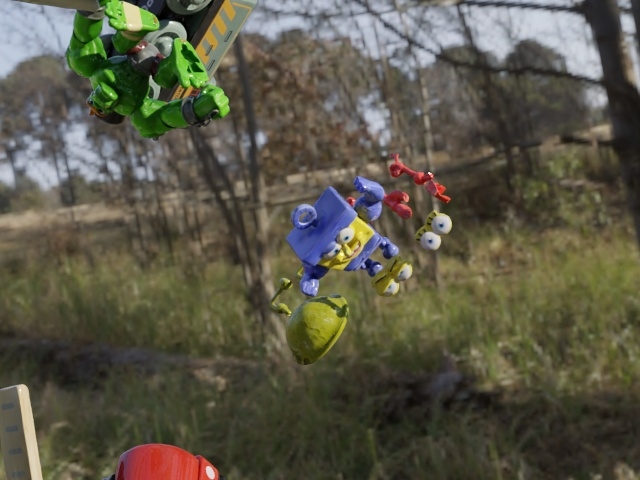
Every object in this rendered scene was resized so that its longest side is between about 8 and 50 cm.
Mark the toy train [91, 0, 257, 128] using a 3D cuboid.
[{"bbox_3d":[-0.212,-0.306,1.618,0.190,0.142,0.334,2,-51,-49],"label":"toy train"}]

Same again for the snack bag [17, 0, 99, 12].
[{"bbox_3d":[-0.286,-0.285,0.634,0.323,0.343,0.037,4,-33,-25],"label":"snack bag"}]

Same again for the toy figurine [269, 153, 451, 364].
[{"bbox_3d":[0.000,0.000,1.679,0.362,0.191,0.217,-48,-39,12],"label":"toy figurine"}]

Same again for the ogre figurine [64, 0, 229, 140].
[{"bbox_3d":[-0.198,-0.183,1.188,0.197,0.097,0.118,31,-46,-21],"label":"ogre figurine"}]

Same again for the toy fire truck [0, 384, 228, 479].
[{"bbox_3d":[-0.232,0.262,1.153,0.217,0.246,0.158,-28,33,19],"label":"toy fire truck"}]
